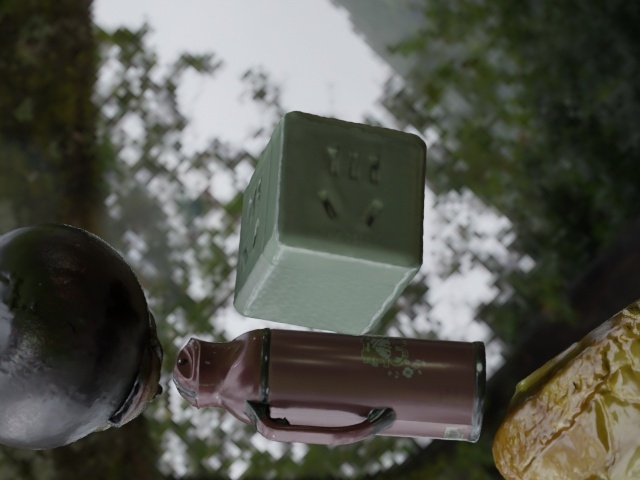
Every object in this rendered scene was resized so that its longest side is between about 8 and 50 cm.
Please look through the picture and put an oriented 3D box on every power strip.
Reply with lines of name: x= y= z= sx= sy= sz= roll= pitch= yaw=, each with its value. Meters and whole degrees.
power strip: x=0.000 y=0.000 z=1.673 sx=0.139 sy=0.224 sz=0.140 roll=9 pitch=-117 yaw=-13

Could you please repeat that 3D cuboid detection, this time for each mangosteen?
mangosteen: x=-0.237 y=0.100 z=1.704 sx=0.250 sy=0.211 sz=0.211 roll=30 pitch=-158 yaw=-46

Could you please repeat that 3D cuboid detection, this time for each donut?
donut: x=0.272 y=0.124 z=1.479 sx=0.160 sy=0.330 sz=0.330 roll=45 pitch=-163 yaw=13

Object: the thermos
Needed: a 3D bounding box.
thermos: x=0.006 y=0.164 z=1.942 sx=0.109 sy=0.330 sz=0.136 roll=98 pitch=175 yaw=-67
